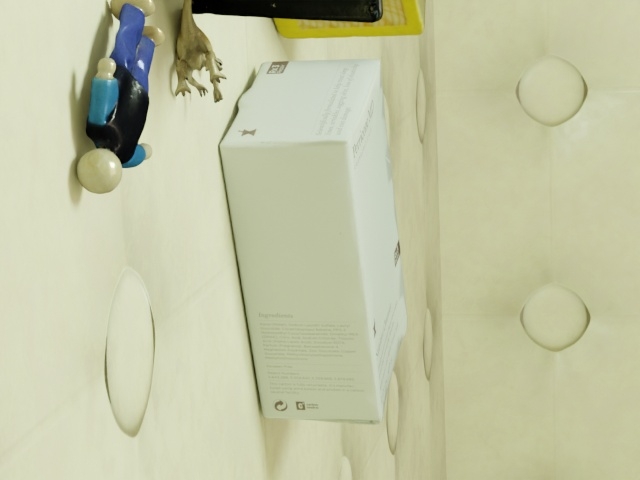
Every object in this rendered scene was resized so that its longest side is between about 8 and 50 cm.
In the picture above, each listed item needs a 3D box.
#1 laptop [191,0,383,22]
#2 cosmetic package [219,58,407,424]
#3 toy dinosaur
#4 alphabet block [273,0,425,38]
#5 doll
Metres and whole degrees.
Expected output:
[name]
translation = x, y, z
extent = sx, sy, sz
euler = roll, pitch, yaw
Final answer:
[laptop]
translation = -0.025, -0.429, 1.711
extent = 0.236, 0.408, 0.382
euler = -16, 109, -43
[cosmetic package]
translation = 0.000, 0.000, 1.998
extent = 0.217, 0.156, 0.385
euler = -71, 159, -54
[toy dinosaur]
translation = -0.126, -0.192, 1.674
extent = 0.183, 0.053, 0.093
euler = 82, -4, -68
[alphabet block]
translation = 0.030, -0.378, 2.076
extent = 0.193, 0.192, 0.197
euler = 61, 31, -64
[doll]
translation = -0.167, -0.115, 1.429
extent = 0.129, 0.046, 0.189
euler = 75, 18, -49
